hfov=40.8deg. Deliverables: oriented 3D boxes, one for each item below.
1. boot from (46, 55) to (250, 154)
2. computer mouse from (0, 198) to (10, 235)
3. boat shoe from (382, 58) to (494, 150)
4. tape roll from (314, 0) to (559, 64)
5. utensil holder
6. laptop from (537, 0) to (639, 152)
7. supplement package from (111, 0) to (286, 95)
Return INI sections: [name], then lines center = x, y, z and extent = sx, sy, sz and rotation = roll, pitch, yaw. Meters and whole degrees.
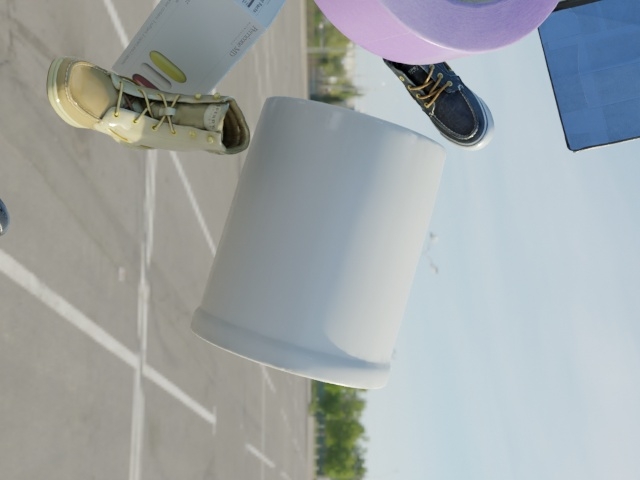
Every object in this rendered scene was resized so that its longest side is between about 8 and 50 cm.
[boot]
center = -0.229, -0.181, 1.191
extent = 0.262, 0.203, 0.095
rotation = 35, 64, -66
[computer mouse]
center = -0.716, -0.101, 1.865
extent = 0.242, 0.041, 0.071
rotation = 90, 12, -47
[boat shoe]
center = 0.132, -0.184, 1.030
extent = 0.083, 0.065, 0.183
rotation = 16, 35, -53
[tape roll]
center = 0.106, -0.303, 0.782
extent = 0.090, 0.275, 0.274
rotation = 6, -82, 60
[utensil holder]
center = 0.000, 0.000, 1.366
extent = 0.327, 0.328, 0.385
rotation = 2, 104, -89
[laptop]
center = 0.523, -0.397, 1.288
extent = 0.236, 0.382, 0.408
rotation = -94, 169, -46
[supplement package]
center = -0.174, -0.351, 1.356
extent = 0.262, 0.145, 0.204
rotation = -37, -159, 43
